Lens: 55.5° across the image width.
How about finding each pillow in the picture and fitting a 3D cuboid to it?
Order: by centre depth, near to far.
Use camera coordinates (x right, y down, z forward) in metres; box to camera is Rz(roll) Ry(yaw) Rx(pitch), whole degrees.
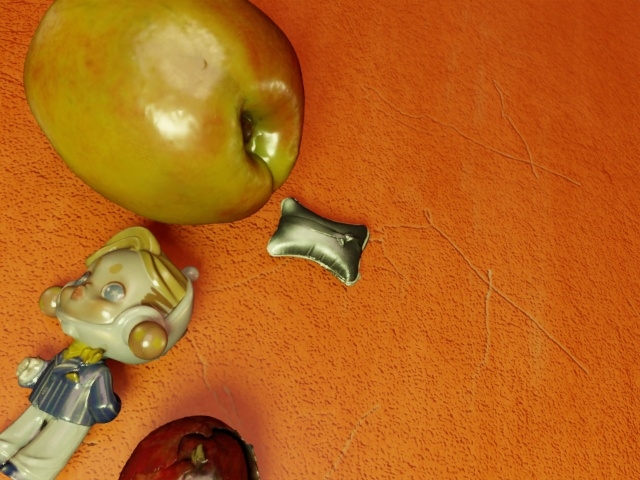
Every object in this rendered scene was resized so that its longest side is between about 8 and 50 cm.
[{"bbox_3d":[0.000,0.001,0.837,0.135,0.055,0.091,19,89,-4],"label":"pillow"}]

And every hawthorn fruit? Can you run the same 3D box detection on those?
[{"bbox_3d":[-0.125,0.237,0.588,0.148,0.172,0.148,9,36,-7],"label":"hawthorn fruit"}]

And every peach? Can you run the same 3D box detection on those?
[{"bbox_3d":[-0.186,-0.166,0.727,0.332,0.308,0.308,18,54,20],"label":"peach"}]

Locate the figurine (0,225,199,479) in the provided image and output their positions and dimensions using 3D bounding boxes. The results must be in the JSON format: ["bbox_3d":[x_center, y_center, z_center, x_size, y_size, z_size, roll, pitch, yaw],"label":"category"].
[{"bbox_3d":[-0.229,0.122,0.644,0.193,0.133,0.274,-10,51,24],"label":"figurine"}]
